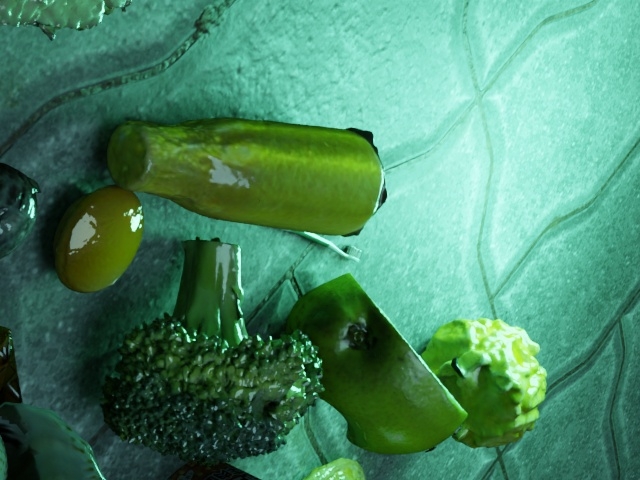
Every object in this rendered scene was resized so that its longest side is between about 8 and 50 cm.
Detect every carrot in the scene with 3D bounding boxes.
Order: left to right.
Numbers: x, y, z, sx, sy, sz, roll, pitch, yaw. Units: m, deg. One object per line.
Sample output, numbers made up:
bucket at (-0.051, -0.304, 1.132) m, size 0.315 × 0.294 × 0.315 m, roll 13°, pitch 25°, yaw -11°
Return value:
carrot at (-0.390, 0.202, 1.666) m, size 0.069 × 0.069 × 0.229 m, roll -33°, pitch 136°, yaw -39°

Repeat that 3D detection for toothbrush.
toothbrush at (0.000, 0.000, 2.111) m, size 0.257 × 0.018 × 0.024 m, roll 21°, pitch 91°, yaw -58°

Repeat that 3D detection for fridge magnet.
fridge magnet at (-0.273, -0.003, 1.680) m, size 0.143 × 0.063 × 0.143 m, roll -36°, pitch 140°, yaw -37°

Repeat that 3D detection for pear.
pear at (0.057, 0.192, 2.116) m, size 0.176 × 0.286 × 0.282 m, roll -39°, pitch 145°, yaw -2°

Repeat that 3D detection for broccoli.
broccoli at (-0.115, 0.169, 1.855) m, size 0.375 × 0.249 × 0.302 m, roll 6°, pitch 110°, yaw -50°

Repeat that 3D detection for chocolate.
chocolate at (-0.404, 0.013, 1.471) m, size 0.248 × 0.110 × 0.110 m, roll -48°, pitch 145°, yaw -28°
chocolate at (-0.099, -0.101, 1.798) m, size 0.445 × 0.162 × 0.162 m, roll 6°, pitch 107°, yaw -51°

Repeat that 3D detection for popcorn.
popcorn at (0.293, 0.258, 2.498) m, size 0.225 × 0.249 × 0.249 m, roll -13°, pitch 124°, yaw -70°

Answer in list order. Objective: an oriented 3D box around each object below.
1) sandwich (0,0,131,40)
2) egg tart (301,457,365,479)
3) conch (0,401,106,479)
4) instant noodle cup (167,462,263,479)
sandwich at (-0.271, -0.350, 1.379) m, size 0.325 × 0.131 × 0.262 m, roll -57°, pitch 148°, yaw -16°
egg tart at (0.017, 0.544, 2.420) m, size 0.319 × 0.128 × 0.319 m, roll -36°, pitch 138°, yaw -40°
conch at (-0.397, 0.337, 1.540) m, size 0.303 × 0.215 × 0.319 m, roll 6°, pitch 66°, yaw -36°
instant noodle cup at (-0.140, 0.457, 2.073) m, size 0.250 × 0.192 × 0.250 m, roll -34°, pitch 137°, yaw -39°
